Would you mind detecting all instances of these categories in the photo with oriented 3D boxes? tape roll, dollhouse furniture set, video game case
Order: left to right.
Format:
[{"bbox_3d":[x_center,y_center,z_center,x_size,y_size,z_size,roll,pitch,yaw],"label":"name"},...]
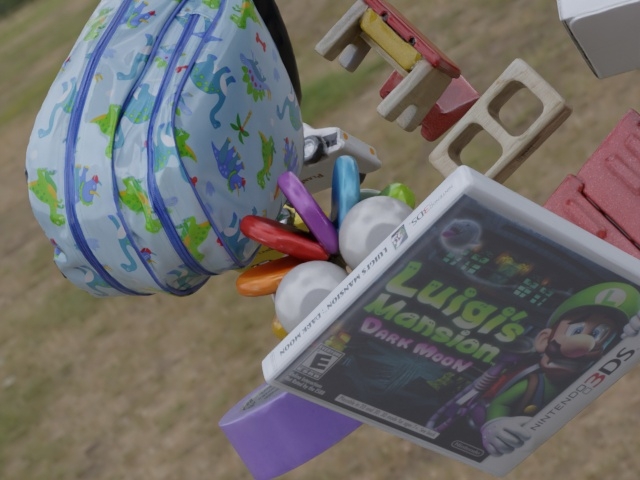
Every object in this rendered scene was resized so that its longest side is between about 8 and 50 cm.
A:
[{"bbox_3d":[-0.017,0.190,1.869,0.189,0.080,0.189,-32,5,3],"label":"tape roll"},{"bbox_3d":[0.092,0.054,0.925,0.173,0.190,0.022,-46,37,27],"label":"video game case"},{"bbox_3d":[0.198,-0.089,1.464,0.152,0.374,0.201,-47,-20,10],"label":"dollhouse furniture set"}]

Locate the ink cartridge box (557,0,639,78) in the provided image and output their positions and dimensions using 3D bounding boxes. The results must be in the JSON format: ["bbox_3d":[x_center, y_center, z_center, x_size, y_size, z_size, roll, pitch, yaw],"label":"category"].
[{"bbox_3d":[0.354,-0.346,1.692,0.226,0.131,0.306,-14,60,22],"label":"ink cartridge box"}]

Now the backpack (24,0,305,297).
[{"bbox_3d":[-0.148,-0.103,1.629,0.273,0.290,0.355,12,47,35],"label":"backpack"}]

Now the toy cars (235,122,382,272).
[{"bbox_3d":[-0.043,-0.065,2.104,0.177,0.087,0.393,2,-24,-12],"label":"toy cars"}]

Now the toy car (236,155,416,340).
[{"bbox_3d":[0.000,0.000,1.485,0.182,0.136,0.159,-45,8,1],"label":"toy car"}]
